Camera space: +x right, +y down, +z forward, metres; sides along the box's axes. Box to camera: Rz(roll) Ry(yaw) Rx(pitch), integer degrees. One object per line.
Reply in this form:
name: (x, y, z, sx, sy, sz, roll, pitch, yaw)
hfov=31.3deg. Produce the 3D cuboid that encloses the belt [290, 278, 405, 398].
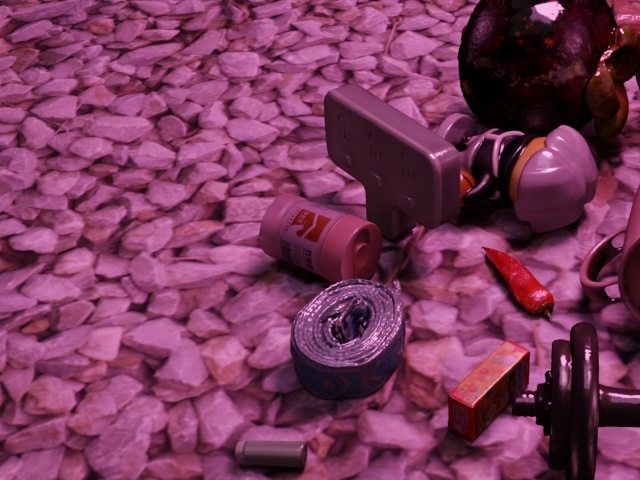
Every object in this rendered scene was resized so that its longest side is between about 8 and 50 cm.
belt: (0.036, 0.121, 1.462, 0.148, 0.082, 0.163, 0, 39, 3)

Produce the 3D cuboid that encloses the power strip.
power strip: (0.099, -0.095, 1.639, 0.059, 0.193, 0.265, -24, 40, -26)

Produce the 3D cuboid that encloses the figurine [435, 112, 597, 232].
figurine: (0.280, -0.099, 1.667, 0.236, 0.133, 0.176, 17, 53, 33)

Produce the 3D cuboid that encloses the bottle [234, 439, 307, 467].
bottle: (-0.058, 0.251, 1.349, 0.083, 0.030, 0.030, 0, 38, 11)

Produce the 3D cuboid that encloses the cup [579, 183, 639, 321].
cup: (0.460, 0.005, 1.474, 0.253, 0.191, 0.200, -20, 26, 29)

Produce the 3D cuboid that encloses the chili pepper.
chili pepper: (0.268, 0.049, 1.558, 0.045, 0.027, 0.178, -19, 37, -13)

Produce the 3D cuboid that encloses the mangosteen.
mangosteen: (0.354, -0.279, 1.776, 0.288, 0.288, 0.288, -5, 37, 4)

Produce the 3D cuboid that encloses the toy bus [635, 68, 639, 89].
toy bus: (0.595, -0.295, 1.635, 0.203, 0.427, 0.233, -7, 48, 0)

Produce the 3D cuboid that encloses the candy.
candy: (0.202, 0.179, 1.371, 0.038, 0.062, 0.122, 27, 48, 35)

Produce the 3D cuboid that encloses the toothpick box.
toothpick box: (0.000, 0.000, 1.611, 0.149, 0.098, 0.098, 21, 46, 34)

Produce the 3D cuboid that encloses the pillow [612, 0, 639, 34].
pillow: (0.592, -0.389, 2.057, 0.135, 0.049, 0.248, 2, 34, 11)

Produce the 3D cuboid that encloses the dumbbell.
dumbbell: (0.353, 0.184, 1.236, 0.290, 0.192, 0.192, 1, 38, 10)
